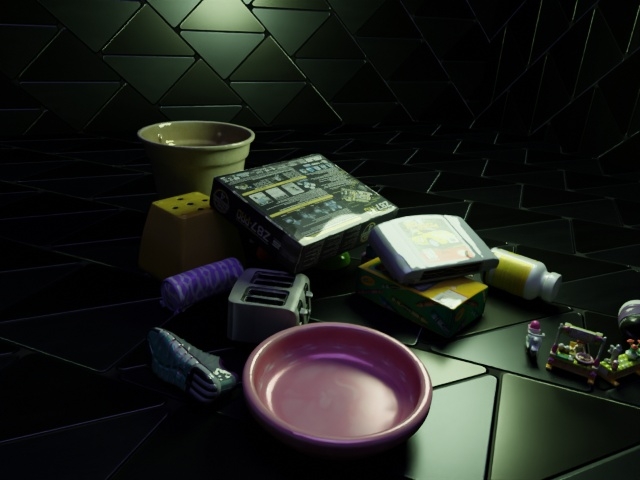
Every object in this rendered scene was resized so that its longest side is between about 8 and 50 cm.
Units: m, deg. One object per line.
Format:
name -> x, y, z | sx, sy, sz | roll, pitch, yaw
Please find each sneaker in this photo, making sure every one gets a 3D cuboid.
sneaker -> 0.804, 0.213, 1.145 | 0.283, 0.107, 0.124 | 7, 15, 30
sneaker -> -0.246, 0.237, 1.011 | 0.224, 0.083, 0.098 | 29, 14, 36

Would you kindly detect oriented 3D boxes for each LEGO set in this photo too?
LEGO set -> 0.584, 0.220, 1.099 | 0.287, 0.107, 0.132 | 6, 25, 6

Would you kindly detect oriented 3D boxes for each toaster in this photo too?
toaster -> -0.115, 0.148, 1.156 | 0.186, 0.110, 0.168 | 6, 24, 7

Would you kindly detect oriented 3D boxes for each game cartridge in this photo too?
game cartridge -> 0.276, 0.014, 1.318 | 0.294, 0.060, 0.196 | -7, 39, -26

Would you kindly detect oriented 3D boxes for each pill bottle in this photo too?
pill bottle -> 0.520, 0.093, 1.375 | 0.184, 0.103, 0.103 | 23, 31, 36

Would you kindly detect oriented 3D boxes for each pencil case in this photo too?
pencil case -> -0.277, 0.105, 1.263 | 0.206, 0.086, 0.088 | -22, 71, -40

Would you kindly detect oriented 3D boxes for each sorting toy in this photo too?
sorting toy -> 0.000, 0.000, 1.482 | 0.366, 0.126, 0.127 | 6, 24, 7

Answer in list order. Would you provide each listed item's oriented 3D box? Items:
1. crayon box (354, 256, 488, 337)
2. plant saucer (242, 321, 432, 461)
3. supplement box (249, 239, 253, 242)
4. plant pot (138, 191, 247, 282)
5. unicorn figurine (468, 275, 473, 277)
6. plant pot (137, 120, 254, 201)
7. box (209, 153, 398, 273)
crayon box -> 0.244, 0.120, 1.301 | 0.278, 0.081, 0.165 | 24, 31, 38
plant saucer -> 0.028, 0.268, 0.943 | 0.332, 0.084, 0.332 | 3, 24, -1
supplement box -> -0.141, -0.068, 1.673 | 0.130, 0.073, 0.239 | 6, 25, 2
plant pot -> -0.337, -0.010, 1.381 | 0.212, 0.187, 0.212 | 23, 30, 37
unicorn figurine -> 0.358, 0.084, 1.423 | 0.111, 0.060, 0.162 | 12, 25, 16
plant pot -> -0.370, -0.177, 1.600 | 0.334, 0.305, 0.334 | 4, 24, -2
box -> -0.033, -0.091, 1.367 | 0.318, 0.097, 0.395 | 35, 36, 27
